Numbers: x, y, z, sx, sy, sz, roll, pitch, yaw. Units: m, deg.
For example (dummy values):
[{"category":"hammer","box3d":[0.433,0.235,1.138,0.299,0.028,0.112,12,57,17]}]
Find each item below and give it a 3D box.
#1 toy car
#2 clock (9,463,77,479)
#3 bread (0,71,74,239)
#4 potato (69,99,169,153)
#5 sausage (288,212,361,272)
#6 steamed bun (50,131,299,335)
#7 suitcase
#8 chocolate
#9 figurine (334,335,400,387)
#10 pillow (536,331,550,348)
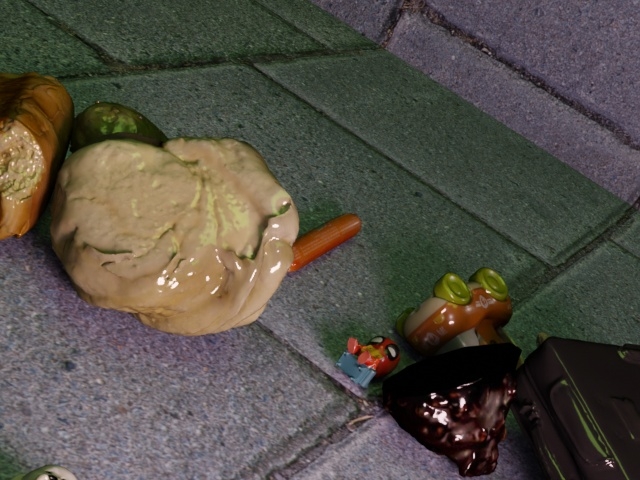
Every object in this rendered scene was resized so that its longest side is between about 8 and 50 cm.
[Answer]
[{"category":"toy car","box3d":[0.271,0.177,1.879,0.235,0.145,0.235,27,38,-23]},{"category":"clock","box3d":[-0.267,0.312,1.096,0.231,0.103,0.144,32,34,13]},{"category":"bread","box3d":[-0.476,-0.136,1.649,0.149,0.195,0.344,2,29,-5]},{"category":"potato","box3d":[-0.311,-0.119,1.778,0.298,0.141,0.176,54,31,-50]},{"category":"sausage","box3d":[0.000,0.000,2.019,0.053,0.053,0.348,34,26,14]},{"category":"steamed bun","box3d":[-0.218,-0.007,1.583,0.372,0.230,0.324,-4,58,-2]},{"category":"suitcase","box3d":[0.467,0.323,1.647,0.339,0.188,0.345,13,41,-36]},{"category":"chocolate","box3d":[0.214,0.282,1.638,0.224,0.206,0.177,-22,97,-47]},{"category":"figurine","box3d":[0.083,0.195,1.708,0.068,0.075,0.140,40,17,28]},{"category":"pillow","box3d":[0.546,0.276,2.020,0.270,0.067,0.173,20,31,-15]}]
